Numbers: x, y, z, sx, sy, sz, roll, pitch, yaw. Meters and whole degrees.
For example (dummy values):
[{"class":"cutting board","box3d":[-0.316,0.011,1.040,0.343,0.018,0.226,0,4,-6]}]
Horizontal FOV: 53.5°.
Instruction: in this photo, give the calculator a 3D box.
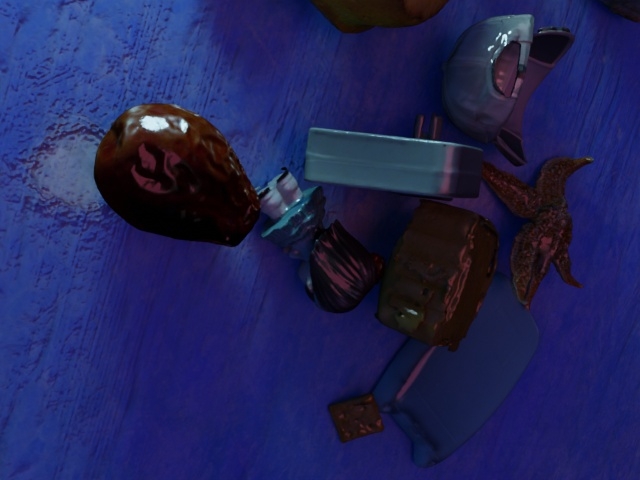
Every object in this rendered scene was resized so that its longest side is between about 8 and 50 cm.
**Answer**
[{"class":"calculator","box3d":[0.275,0.234,1.199,0.386,0.054,0.256,-45,116,-17]}]

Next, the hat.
[{"class":"hat","box3d":[0.305,-0.259,1.063,0.275,0.161,0.232,4,111,-51]}]

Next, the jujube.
[{"class":"jujube","box3d":[-0.179,-0.075,0.842,0.236,0.168,0.168,36,83,-35]}]

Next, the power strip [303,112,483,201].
[{"class":"power strip","box3d":[0.132,-0.133,0.957,0.261,0.229,0.141,-6,105,-61]}]

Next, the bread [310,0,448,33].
[{"class":"bread","box3d":[0.091,-0.439,0.864,0.312,0.172,0.312,-30,131,-42]}]

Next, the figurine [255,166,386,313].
[{"class":"figurine","box3d":[0.000,0.000,0.977,0.138,0.110,0.246,-42,108,-15]}]

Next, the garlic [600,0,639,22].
[{"class":"garlic","box3d":[0.566,-0.570,1.135,0.278,0.132,0.325,-2,104,-28]}]

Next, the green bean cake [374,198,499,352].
[{"class":"green bean cake","box3d":[0.193,0.057,1.036,0.229,0.131,0.224,20,91,-64]}]

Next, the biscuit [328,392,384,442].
[{"class":"biscuit","box3d":[0.063,0.310,1.106,0.083,0.018,0.082,-17,110,3]}]

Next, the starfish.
[{"class":"starfish","box3d":[0.399,-0.008,1.176,0.301,0.084,0.294,-5,94,-30]}]
